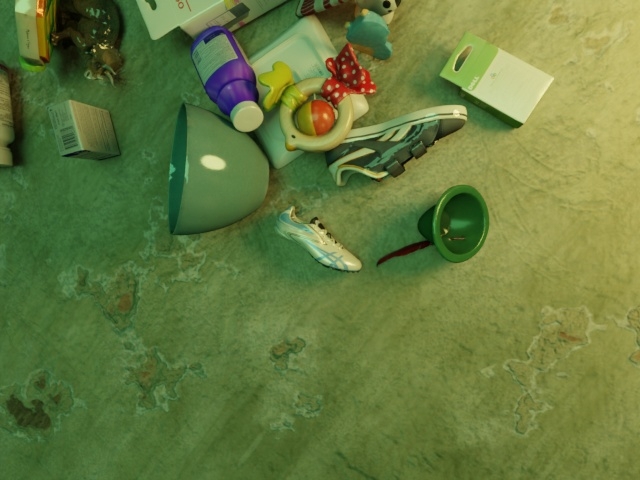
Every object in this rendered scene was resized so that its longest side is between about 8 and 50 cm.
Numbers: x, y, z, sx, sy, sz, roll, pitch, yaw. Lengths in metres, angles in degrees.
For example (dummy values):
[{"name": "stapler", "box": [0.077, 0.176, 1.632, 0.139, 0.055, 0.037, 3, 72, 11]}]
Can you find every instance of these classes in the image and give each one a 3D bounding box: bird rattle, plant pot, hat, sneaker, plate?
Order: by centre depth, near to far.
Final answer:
[{"name": "bird rattle", "box": [-0.003, -0.296, 0.908, 0.254, 0.143, 0.206, -5, 89, 0]}, {"name": "sneaker", "box": [0.167, -0.202, 0.925, 0.322, 0.126, 0.127, -10, 88, 23]}, {"name": "plant pot", "box": [-0.232, -0.151, 0.955, 0.196, 0.290, 0.289, 4, 98, -26]}, {"name": "hat", "box": [0.255, -0.037, 0.974, 0.209, 0.184, 0.172, -17, 102, -29]}, {"name": "plate", "box": [-0.068, -0.359, 0.994, 0.278, 0.045, 0.277, -30, 89, 12]}, {"name": "sneaker", "box": [0.000, 0.000, 0.996, 0.237, 0.085, 0.086, 32, 105, 5]}]

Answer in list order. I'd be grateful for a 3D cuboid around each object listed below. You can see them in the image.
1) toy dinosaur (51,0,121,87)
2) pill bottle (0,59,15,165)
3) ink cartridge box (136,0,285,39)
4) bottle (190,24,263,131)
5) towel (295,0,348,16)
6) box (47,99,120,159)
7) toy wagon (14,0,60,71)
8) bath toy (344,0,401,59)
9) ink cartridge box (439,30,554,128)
[{"name": "toy dinosaur", "box": [-0.579, -0.546, 1.054, 0.161, 0.121, 0.313, 6, 88, -14]}, {"name": "pill bottle", "box": [-0.919, -0.341, 1.103, 0.161, 0.160, 0.282, -2, 95, 11]}, {"name": "ink cartridge box", "box": [-0.250, -0.610, 0.964, 0.354, 0.119, 0.207, -22, 88, 12]}, {"name": "bottle", "box": [-0.206, -0.362, 0.932, 0.118, 0.092, 0.282, -35, 61, 14]}, {"name": "towel", "box": [0.060, -0.583, 0.835, 0.037, 0.329, 0.236, 19, 101, -30]}, {"name": "box", "box": [-0.601, -0.276, 1.058, 0.072, 0.137, 0.126, -13, 93, 13]}, {"name": "toy wagon", "box": [-0.685, -0.596, 1.008, 0.267, 0.068, 0.344, -53, 40, 45]}, {"name": "bath toy", "box": [0.156, -0.585, 0.888, 0.129, 0.151, 0.347, 16, 94, -27]}, {"name": "ink cartridge box", "box": [0.374, -0.347, 0.899, 0.209, 0.062, 0.108, 33, 101, 7]}]
